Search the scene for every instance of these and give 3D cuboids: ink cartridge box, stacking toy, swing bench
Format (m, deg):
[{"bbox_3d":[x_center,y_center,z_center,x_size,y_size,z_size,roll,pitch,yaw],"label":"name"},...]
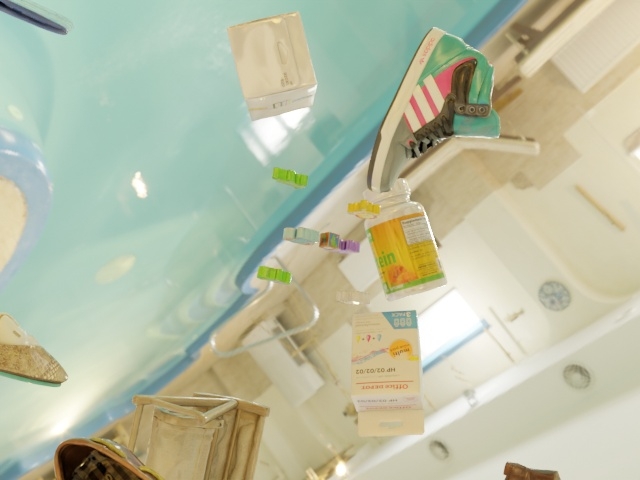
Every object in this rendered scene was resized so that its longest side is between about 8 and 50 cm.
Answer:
[{"bbox_3d":[0.102,0.200,0.920,0.104,0.181,0.061,-6,140,11],"label":"ink cartridge box"},{"bbox_3d":[0.000,0.000,0.928,0.221,0.166,0.052,17,164,-37],"label":"stacking toy"},{"bbox_3d":[-0.112,-0.402,1.418,0.168,0.171,0.233,-15,180,-3],"label":"ink cartridge box"},{"bbox_3d":[-0.244,0.435,1.158,0.255,0.165,0.253,26,74,-63],"label":"swing bench"}]

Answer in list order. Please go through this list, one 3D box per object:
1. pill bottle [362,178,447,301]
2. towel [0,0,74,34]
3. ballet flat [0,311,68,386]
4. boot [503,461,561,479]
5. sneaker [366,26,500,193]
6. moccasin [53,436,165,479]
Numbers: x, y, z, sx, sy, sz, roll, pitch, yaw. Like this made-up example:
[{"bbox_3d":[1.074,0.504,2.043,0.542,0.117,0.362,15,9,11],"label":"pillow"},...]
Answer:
[{"bbox_3d":[0.174,-0.002,1.301,0.136,0.245,0.136,-16,172,-2],"label":"pill bottle"},{"bbox_3d":[-0.594,-0.457,1.179,0.209,0.285,0.034,20,103,-27],"label":"towel"},{"bbox_3d":[-0.346,0.098,0.597,0.206,0.067,0.073,23,164,-40],"label":"ballet flat"},{"bbox_3d":[0.399,0.481,1.139,0.037,0.106,0.114,24,162,-40],"label":"boot"},{"bbox_3d":[0.209,-0.192,1.016,0.295,0.178,0.124,-66,165,5],"label":"sneaker"},{"bbox_3d":[-0.183,0.366,0.710,0.139,0.380,0.147,-42,150,-16],"label":"moccasin"}]
